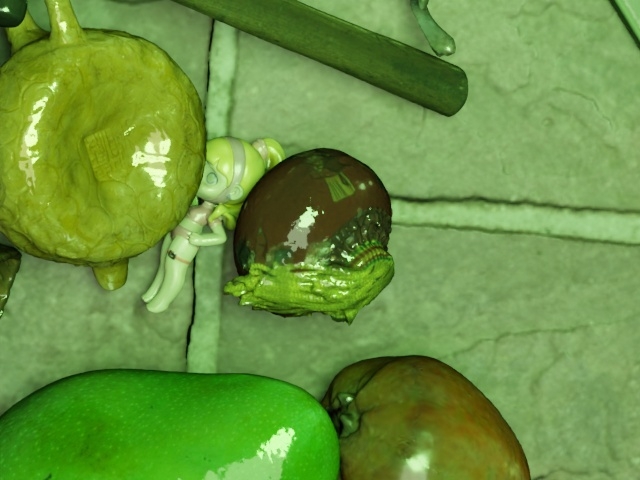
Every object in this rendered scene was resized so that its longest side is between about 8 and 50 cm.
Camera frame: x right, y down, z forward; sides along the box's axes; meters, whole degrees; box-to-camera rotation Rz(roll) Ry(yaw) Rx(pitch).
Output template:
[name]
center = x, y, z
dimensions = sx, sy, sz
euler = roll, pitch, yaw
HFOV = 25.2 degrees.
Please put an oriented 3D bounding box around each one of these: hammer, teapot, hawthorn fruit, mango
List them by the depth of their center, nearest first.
[hammer]
center = -0.060, -0.190, 1.194
dimensions = 0.440, 0.044, 0.168
euler = 19, 79, -29
[teapot]
center = -0.216, -0.094, 1.226
dimensions = 0.203, 0.167, 0.311
euler = -31, 115, -31
[mango]
center = -0.156, 0.215, 1.260
dimensions = 0.382, 0.201, 0.225
euler = -21, 78, 21
[hawthorn fruit]
center = 0.105, 0.215, 1.313
dimensions = 0.251, 0.199, 0.199
euler = 34, 99, -25

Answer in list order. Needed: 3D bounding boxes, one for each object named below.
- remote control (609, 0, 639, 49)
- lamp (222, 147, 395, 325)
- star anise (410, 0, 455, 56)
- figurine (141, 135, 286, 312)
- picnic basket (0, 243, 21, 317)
[remote control]
center = 0.330, -0.223, 1.298
dimensions = 0.123, 0.038, 0.285
euler = -36, 106, 6
[lamp]
center = 0.003, 0.001, 1.262
dimensions = 0.135, 0.156, 0.157
euler = 30, 105, 33
[star anise]
center = 0.085, -0.285, 1.234
dimensions = 0.209, 0.089, 0.231
euler = 18, 96, 4
[figurine]
center = -0.102, -0.017, 1.298
dimensions = 0.083, 0.083, 0.187
euler = 29, 94, -11
[picnic basket]
center = -0.335, 0.088, 1.286
dimensions = 0.055, 0.110, 0.193
euler = 24, 100, 5
